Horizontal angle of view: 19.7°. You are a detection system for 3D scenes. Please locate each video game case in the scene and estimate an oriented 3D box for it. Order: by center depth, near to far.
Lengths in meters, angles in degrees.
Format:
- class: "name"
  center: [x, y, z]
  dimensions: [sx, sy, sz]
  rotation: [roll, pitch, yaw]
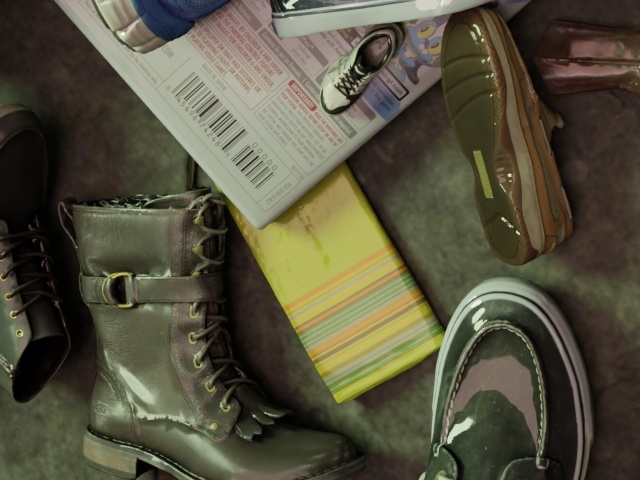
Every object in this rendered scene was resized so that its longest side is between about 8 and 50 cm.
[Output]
- class: "video game case"
  center: [-0.042, -0.222, 1.339]
  dimensions: [0.300, 0.036, 0.329]
  rotation: [-40, 94, 17]

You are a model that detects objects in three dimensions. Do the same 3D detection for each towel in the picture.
- class: "towel"
  center: [0.000, 0.000, 1.408]
  dimensions: [0.102, 0.021, 0.237]
  rotation: [-30, 86, 17]

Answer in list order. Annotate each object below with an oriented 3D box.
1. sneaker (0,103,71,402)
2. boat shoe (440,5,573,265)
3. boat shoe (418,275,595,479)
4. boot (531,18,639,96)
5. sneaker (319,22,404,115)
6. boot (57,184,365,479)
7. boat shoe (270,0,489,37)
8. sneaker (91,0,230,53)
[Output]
- class: "sneaker"
  center: [-0.233, 0.011, 1.445]
  dimensions: [0.118, 0.083, 0.222]
  rotation: [33, 120, 36]
- class: "boat shoe"
  center: [0.139, -0.081, 1.316]
  dimensions: [0.068, 0.072, 0.190]
  rotation: [16, 124, 56]
- class: "boat shoe"
  center: [0.128, 0.197, 1.335]
  dimensions: [0.121, 0.119, 0.335]
  rotation: [4, 100, 20]
- class: "boot"
  center: [0.207, -0.104, 1.303]
  dimensions: [0.114, 0.037, 0.106]
  rotation: [2, 86, 17]
- class: "sneaker"
  center: [0.025, -0.123, 1.313]
  dimensions: [0.032, 0.037, 0.083]
  rotation: [37, 109, -2]
- class: "boot"
  center: [-0.089, 0.073, 1.412]
  dimensions: [0.263, 0.091, 0.229]
  rotation: [5, 100, 22]
- class: "boat shoe"
  center: [0.047, -0.195, 1.275]
  dimensions: [0.183, 0.065, 0.083]
  rotation: [-8, 104, 13]
- class: "sneaker"
  center: [-0.137, -0.304, 1.267]
  dimensions: [0.147, 0.130, 0.330]
  rotation: [-24, 102, 1]
